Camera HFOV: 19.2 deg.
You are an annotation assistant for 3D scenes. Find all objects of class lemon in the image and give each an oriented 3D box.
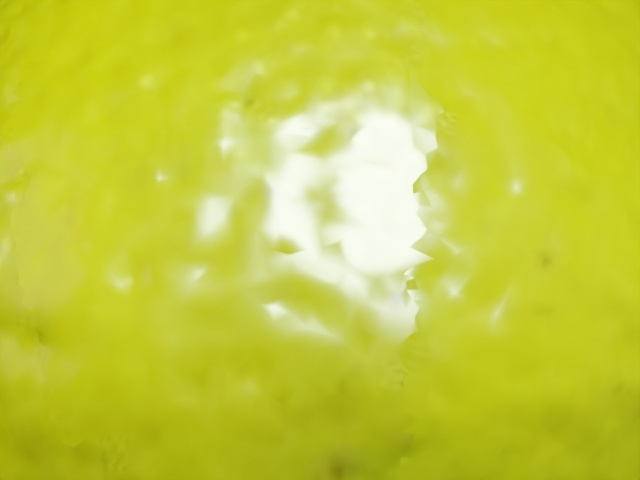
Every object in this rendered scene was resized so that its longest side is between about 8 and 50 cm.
[{"bbox_3d":[0.000,0.000,0.509,0.245,0.245,0.320,-52,27,39],"label":"lemon"}]
